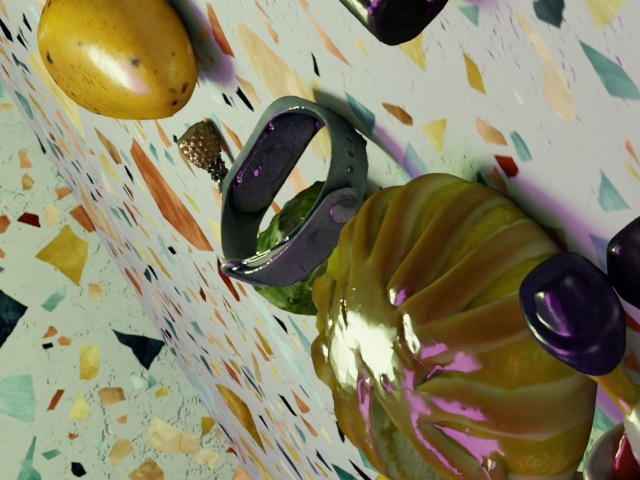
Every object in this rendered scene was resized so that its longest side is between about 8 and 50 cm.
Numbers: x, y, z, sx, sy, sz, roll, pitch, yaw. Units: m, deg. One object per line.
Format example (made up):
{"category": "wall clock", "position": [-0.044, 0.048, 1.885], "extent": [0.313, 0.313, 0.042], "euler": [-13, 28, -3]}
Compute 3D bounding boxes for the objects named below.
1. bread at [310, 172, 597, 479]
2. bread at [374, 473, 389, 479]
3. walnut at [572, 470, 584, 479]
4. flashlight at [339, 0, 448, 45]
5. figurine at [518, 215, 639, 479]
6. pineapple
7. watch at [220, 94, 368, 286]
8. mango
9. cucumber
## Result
{"category": "bread", "position": [0.102, 0.092, 1.502], "extent": [0.333, 0.160, 0.333], "euler": [23, 118, 55]}
{"category": "bread", "position": [0.118, 0.375, 2.423], "extent": [0.103, 0.049, 0.062], "euler": [53, 165, 21]}
{"category": "walnut", "position": [0.176, 0.412, 1.635], "extent": [0.383, 0.383, 0.383], "euler": [51, 165, 20]}
{"category": "flashlight", "position": [-0.046, -0.314, 1.386], "extent": [0.424, 0.103, 0.103], "euler": [48, 163, 27]}
{"category": "figurine", "position": [0.292, 0.171, 1.208], "extent": [0.421, 0.154, 0.193], "euler": [60, 168, -22]}
{"category": "pineapple", "position": [-0.136, -0.100, 2.253], "extent": [0.124, 0.058, 0.058], "euler": [49, 168, -13]}
{"category": "watch", "position": [-0.034, -0.044, 1.755], "extent": [0.068, 0.206, 0.193], "euler": [21, -154, -32]}
{"category": "mango", "position": [-0.248, -0.242, 2.095], "extent": [0.290, 0.160, 0.191], "euler": [31, 142, 52]}
{"category": "cucumber", "position": [0.001, -0.003, 1.860], "extent": [0.134, 0.134, 0.244], "euler": [55, 162, 6]}
